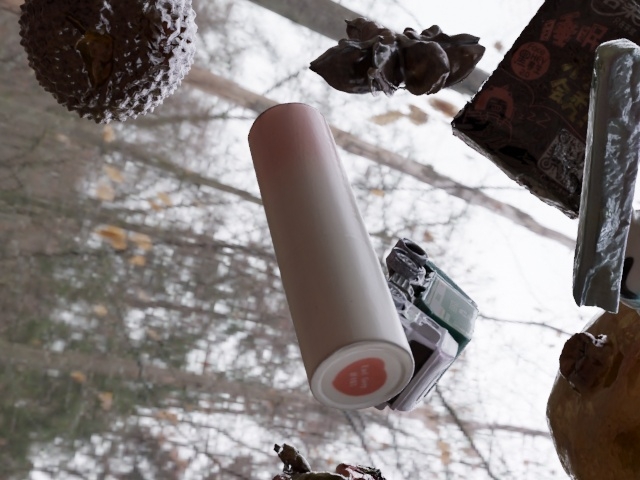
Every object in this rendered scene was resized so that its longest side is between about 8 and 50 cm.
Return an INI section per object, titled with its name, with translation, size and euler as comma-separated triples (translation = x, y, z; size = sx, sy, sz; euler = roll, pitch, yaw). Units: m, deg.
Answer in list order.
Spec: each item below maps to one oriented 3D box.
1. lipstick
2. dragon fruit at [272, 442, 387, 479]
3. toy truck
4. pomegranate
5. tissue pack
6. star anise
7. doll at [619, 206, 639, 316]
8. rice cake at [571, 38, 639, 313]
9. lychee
[lipstick]
translation = 0.000, 0.000, 0.886
size = 0.087, 0.087, 0.326
euler = -50, -145, 27
[dragon fruit]
translation = 0.015, 0.322, 0.996
size = 0.147, 0.211, 0.282
euler = -16, -134, 19
[toy truck]
translation = 0.086, 0.084, 0.995
size = 0.114, 0.124, 0.253
euler = -55, 178, 17
[pomegranate]
translation = 0.504, 0.244, 1.365
size = 0.417, 0.417, 0.416
euler = -22, -120, 46
[tissue pack]
translation = 0.377, -0.222, 1.429
size = 0.245, 0.123, 0.332
euler = 36, -88, 7
[star anise]
translation = 0.096, -0.249, 1.321
size = 0.236, 0.229, 0.093
euler = -126, -152, -58
[doll]
translation = 0.350, 0.030, 1.041
size = 0.107, 0.181, 0.110
euler = -48, -125, 14
[rice cake]
translation = 0.186, -0.036, 0.628
size = 0.042, 0.031, 0.180
euler = -99, -172, -66
[lychee]
translation = -0.304, -0.309, 1.420
size = 0.267, 0.268, 0.267
euler = -22, -120, 46
